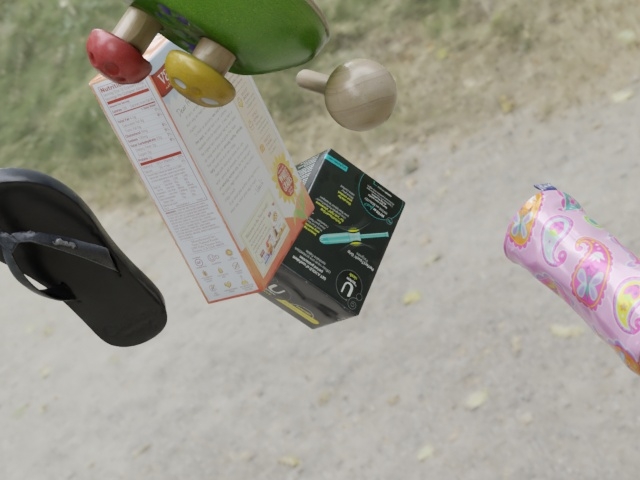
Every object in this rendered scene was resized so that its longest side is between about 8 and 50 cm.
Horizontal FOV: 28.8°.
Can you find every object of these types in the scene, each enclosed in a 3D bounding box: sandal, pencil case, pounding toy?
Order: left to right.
[{"bbox_3d":[-0.226,0.022,1.128,0.097,0.254,0.054,-34,40,17],"label":"sandal"},{"bbox_3d":[-0.078,-0.136,0.903,0.110,0.237,0.183,-58,27,-7],"label":"pounding toy"},{"bbox_3d":[0.346,0.047,1.528,0.124,0.124,0.284,-35,45,-7],"label":"pencil case"}]

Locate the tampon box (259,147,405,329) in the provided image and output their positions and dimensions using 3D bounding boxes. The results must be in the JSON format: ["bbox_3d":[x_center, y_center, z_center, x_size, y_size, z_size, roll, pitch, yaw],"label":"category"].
[{"bbox_3d":[0.000,0.000,1.439,0.101,0.120,0.161,-23,37,55],"label":"tampon box"}]

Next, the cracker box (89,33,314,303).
[{"bbox_3d":[-0.100,-0.082,1.132,0.067,0.232,0.155,-13,25,27],"label":"cracker box"}]
